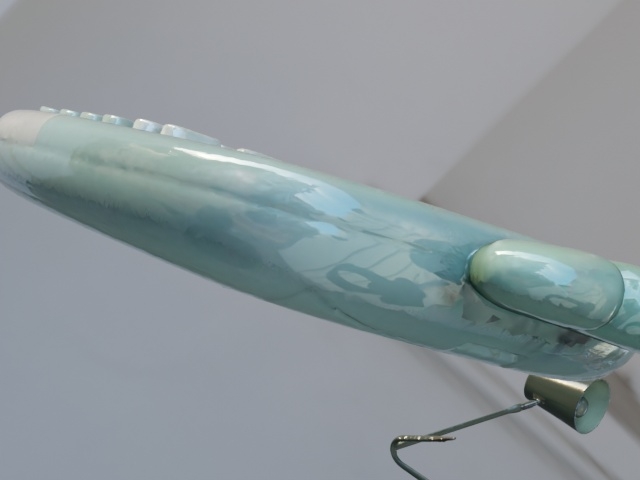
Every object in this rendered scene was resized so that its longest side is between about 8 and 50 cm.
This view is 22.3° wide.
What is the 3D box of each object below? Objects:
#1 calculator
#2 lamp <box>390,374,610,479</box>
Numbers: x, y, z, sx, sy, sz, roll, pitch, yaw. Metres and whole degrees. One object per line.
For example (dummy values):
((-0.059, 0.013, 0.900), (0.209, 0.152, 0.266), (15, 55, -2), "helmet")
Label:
((0.000, 0.000, 0.530), (0.184, 0.042, 0.295), (16, 0, -38), "calculator")
((0.097, 0.096, 0.866), (0.121, 0.041, 0.054), (-24, 33, -39), "lamp")
